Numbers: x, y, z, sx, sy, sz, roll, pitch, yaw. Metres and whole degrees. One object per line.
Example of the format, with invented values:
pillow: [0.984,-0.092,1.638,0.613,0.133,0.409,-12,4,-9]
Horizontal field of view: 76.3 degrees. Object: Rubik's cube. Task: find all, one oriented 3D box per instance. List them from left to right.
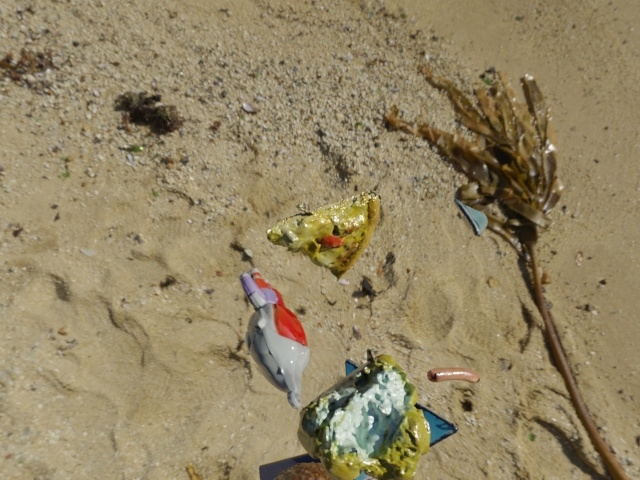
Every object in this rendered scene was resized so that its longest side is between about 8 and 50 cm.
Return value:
Rubik's cube: [0.184,0.457,1.061,0.228,0.233,0.229,-2,35,-9]

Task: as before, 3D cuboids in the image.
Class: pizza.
pizza: [0.000,0.000,1.026,0.287,0.280,0.075,-3,39,-24]

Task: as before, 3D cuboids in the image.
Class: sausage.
sausage: [0.388,0.392,1.181,0.176,0.040,0.047,8,81,-21]

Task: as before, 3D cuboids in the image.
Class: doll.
doll: [-0.060,0.121,0.539,0.075,0.102,0.228,-34,42,6]

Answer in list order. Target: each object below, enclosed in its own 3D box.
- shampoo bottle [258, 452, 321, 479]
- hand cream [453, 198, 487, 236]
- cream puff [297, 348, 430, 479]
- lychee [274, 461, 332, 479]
shampoo bottle: [-0.012,0.639,1.153,0.309,0.098,0.071,-14,41,-3]
hand cream: [0.308,-0.040,0.827,0.048,0.224,0.083,-34,75,22]
cream puff: [0.054,0.222,0.486,0.156,0.121,0.156,-1,52,1]
lychee: [-0.036,0.561,0.829,0.238,0.200,0.200,-10,74,-20]
